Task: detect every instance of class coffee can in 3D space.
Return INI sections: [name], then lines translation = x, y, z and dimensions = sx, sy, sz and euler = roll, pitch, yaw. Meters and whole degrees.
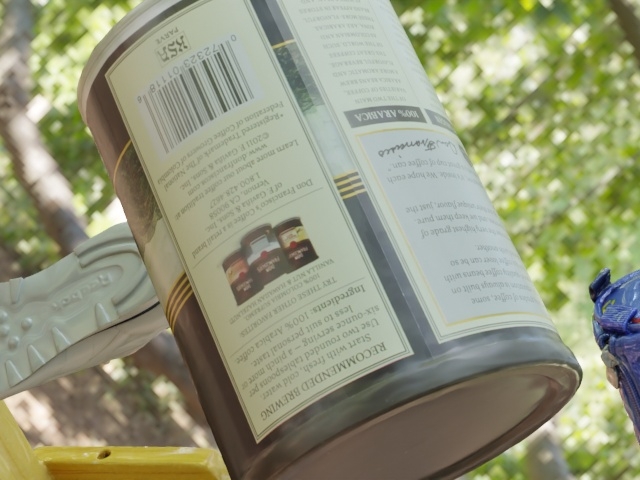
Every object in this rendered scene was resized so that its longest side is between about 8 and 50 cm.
[coffee can]
translation = 0.000, 0.000, 0.947
dimensions = 0.275, 0.202, 0.201
euler = 66, 9, 22

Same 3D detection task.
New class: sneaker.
[sneaker]
translation = -0.194, 0.070, 1.197
dimensions = 0.095, 0.235, 0.090
euler = 47, 24, -65

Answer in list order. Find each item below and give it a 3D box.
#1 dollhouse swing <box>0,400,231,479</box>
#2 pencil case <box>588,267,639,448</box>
[dollhouse swing]
translation = -0.234, 0.234, 1.363
dimensions = 0.347, 0.315, 0.304
euler = -54, 136, -57
[pencil case]
translation = 0.308, 0.159, 1.293
dimensions = 0.306, 0.133, 0.119
euler = 68, -16, -14
